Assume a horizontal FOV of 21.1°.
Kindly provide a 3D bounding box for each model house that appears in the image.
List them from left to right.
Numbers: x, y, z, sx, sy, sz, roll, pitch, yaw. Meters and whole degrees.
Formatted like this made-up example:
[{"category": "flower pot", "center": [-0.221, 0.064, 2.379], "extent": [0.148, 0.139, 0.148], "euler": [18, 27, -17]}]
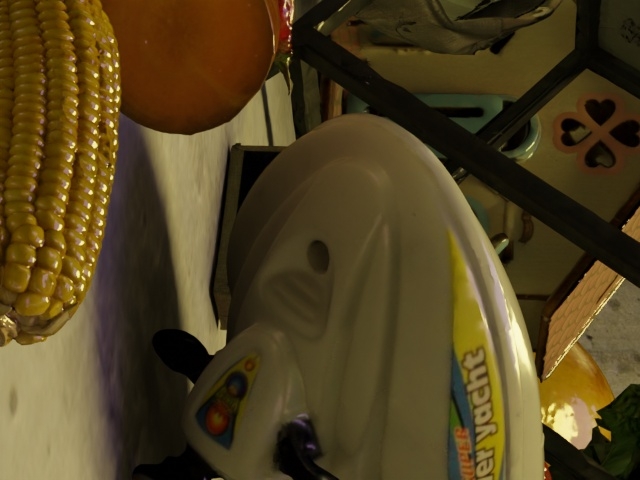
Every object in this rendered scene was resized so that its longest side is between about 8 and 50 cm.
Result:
[{"category": "model house", "center": [0.119, -0.042, 1.123], "extent": [0.169, 0.244, 0.326], "euler": [85, 10, -62]}]

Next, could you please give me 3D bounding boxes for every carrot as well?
[{"category": "carrot", "center": [-0.034, -0.094, 0.572], "extent": [0.224, 0.057, 0.057], "euler": [-81, 171, -69]}]

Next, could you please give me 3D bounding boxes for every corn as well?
[{"category": "corn", "center": [-0.062, -0.018, 0.370], "extent": [0.037, 0.037, 0.092], "euler": [83, 7, -56]}]

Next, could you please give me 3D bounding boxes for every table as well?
[{"category": "table", "center": [0.184, -0.020, 0.866], "extent": [0.272, 0.335, 0.222], "euler": [-41, 149, -23]}]

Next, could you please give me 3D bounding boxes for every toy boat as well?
[{"category": "toy boat", "center": [0.006, 0.085, 0.608], "extent": [0.269, 0.141, 0.140], "euler": [77, 15, -44]}]

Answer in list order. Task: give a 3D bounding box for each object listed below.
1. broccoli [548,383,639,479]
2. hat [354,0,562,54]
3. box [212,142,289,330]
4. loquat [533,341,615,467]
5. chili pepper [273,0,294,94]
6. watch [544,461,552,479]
[{"category": "broccoli", "center": [0.132, 0.272, 1.101], "extent": [0.413, 0.310, 0.321], "euler": [-51, 156, -13]}, {"category": "hat", "center": [0.077, -0.246, 1.007], "extent": [0.232, 0.161, 0.275], "euler": [-50, 151, -50]}, {"category": "box", "center": [0.000, 0.000, 0.736], "extent": [0.035, 0.083, 0.079], "euler": [83, 9, -55]}, {"category": "loquat", "center": [0.148, 0.148, 1.399], "extent": [0.213, 0.246, 0.213], "euler": [-8, -99, 57]}, {"category": "chili pepper", "center": [-0.023, -0.153, 0.749], "extent": [0.045, 0.027, 0.178], "euler": [-66, 157, -86]}, {"category": "watch", "center": [0.069, 0.211, 0.774], "extent": [0.268, 0.102, 0.165], "euler": [-91, 156, -44]}]
